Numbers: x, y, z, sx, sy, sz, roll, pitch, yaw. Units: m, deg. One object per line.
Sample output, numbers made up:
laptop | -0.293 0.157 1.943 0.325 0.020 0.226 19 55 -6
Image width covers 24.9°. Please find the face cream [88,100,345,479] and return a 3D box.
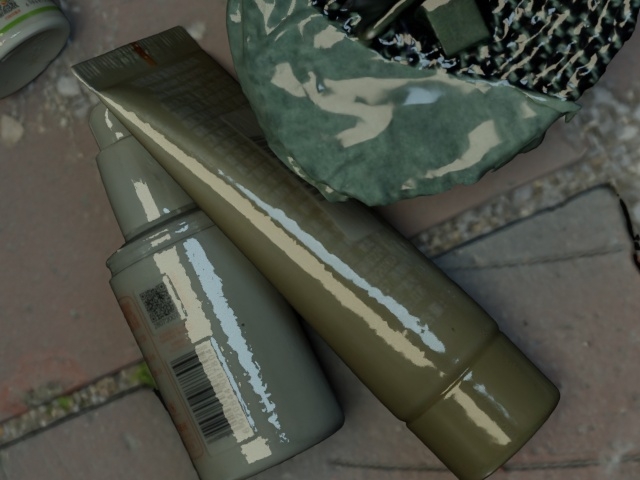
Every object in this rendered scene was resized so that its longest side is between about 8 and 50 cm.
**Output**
face cream | -0.080 0.025 0.917 0.101 0.101 0.252 -27 86 18

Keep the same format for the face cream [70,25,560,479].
face cream | 0.000 0.000 0.885 0.341 0.137 0.084 46 120 3

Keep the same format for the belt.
belt | 0.066 -0.143 0.827 0.257 0.150 0.207 -42 95 12

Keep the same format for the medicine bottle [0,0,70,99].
medicine bottle | -0.253 -0.184 0.957 0.086 0.086 0.183 -42 82 16
